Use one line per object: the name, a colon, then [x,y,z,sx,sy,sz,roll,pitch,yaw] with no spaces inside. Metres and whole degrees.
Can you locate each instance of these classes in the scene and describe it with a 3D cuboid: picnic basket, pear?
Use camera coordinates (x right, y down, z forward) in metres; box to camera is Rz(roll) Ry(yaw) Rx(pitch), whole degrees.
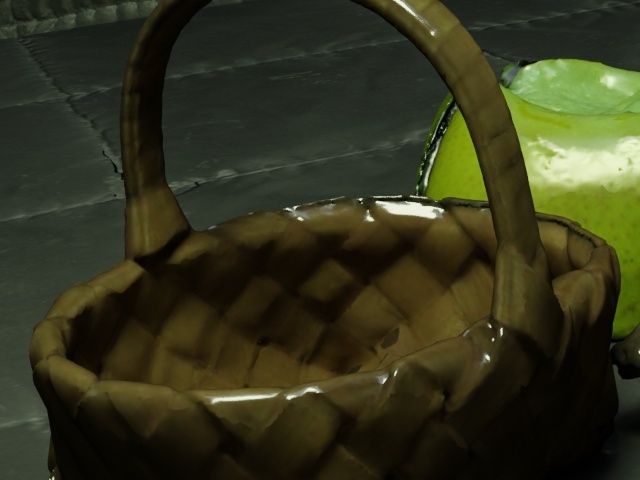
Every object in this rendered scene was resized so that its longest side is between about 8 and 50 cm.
picnic basket: [0.000,0.000,0.863,0.293,0.337,0.337,9,24,40]
pear: [0.227,-0.037,1.159,0.292,0.159,0.292,-3,20,1]

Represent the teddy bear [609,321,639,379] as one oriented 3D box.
teddy bear: [0.259,0.059,0.903,0.177,0.140,0.190,-20,14,-28]
